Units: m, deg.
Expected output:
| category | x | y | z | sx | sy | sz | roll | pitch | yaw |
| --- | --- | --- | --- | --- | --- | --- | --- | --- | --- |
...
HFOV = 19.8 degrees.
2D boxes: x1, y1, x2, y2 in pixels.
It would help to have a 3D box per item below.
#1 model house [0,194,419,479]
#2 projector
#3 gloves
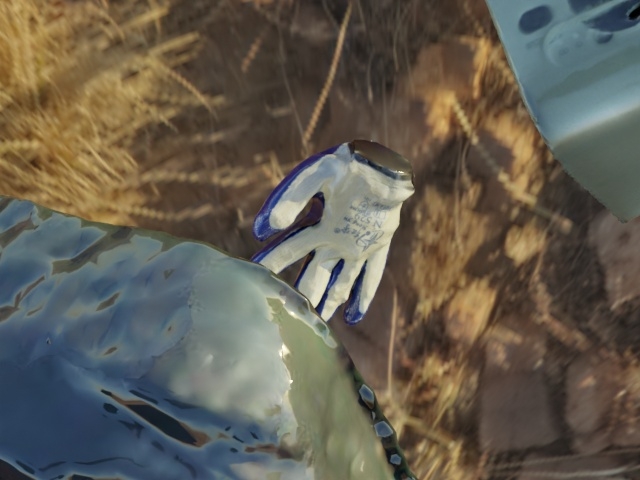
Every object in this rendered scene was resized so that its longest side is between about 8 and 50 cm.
| category | x | y | z | sx | sy | sz | roll | pitch | yaw |
| --- | --- | --- | --- | --- | --- | --- | --- | --- | --- |
| model house | -0.110 | 0.177 | 0.528 | 0.190 | 0.271 | 0.301 | 17 | 54 | 32 |
| projector | 0.261 | -0.186 | 1.288 | 0.249 | 0.248 | 0.249 | -24 | 66 | 19 |
| gloves | 0.000 | 0.000 | 0.725 | 0.064 | 0.026 | 0.086 | 16 | 106 | -28 |
